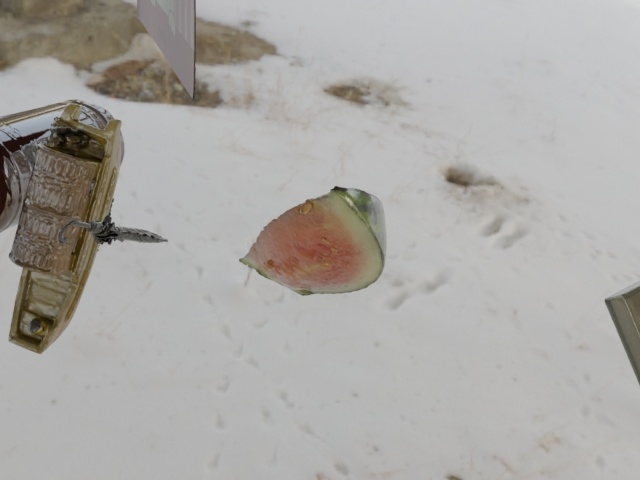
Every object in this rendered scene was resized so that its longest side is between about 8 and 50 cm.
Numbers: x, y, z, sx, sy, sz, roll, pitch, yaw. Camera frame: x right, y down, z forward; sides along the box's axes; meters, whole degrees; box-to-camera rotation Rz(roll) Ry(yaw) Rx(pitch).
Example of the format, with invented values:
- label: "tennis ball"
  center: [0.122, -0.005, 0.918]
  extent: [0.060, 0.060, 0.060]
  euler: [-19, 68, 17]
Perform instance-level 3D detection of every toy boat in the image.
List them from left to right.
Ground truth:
- label: "toy boat"
  center: [-0.236, -0.009, 0.730]
  extent: [0.068, 0.226, 0.088]
  euler: [19, 6, 10]

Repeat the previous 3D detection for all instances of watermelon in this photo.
- label: "watermelon"
  center: [-0.002, 0.005, 0.787]
  extent: [0.119, 0.245, 0.063]
  euler: [13, 72, -21]

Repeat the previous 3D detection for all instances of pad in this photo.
- label: "pad"
  center: [-0.164, -0.287, 0.835]
  extent: [0.005, 0.202, 0.299]
  euler: [-7, 32, -20]

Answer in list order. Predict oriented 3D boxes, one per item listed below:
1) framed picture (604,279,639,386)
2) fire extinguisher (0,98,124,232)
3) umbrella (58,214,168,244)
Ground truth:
- label: "framed picture"
  center: [0.319, 0.135, 0.605]
  extent: [0.192, 0.018, 0.265]
  euler: [-20, 87, -36]
- label: "fire extinguisher"
  center: [-0.329, -0.083, 0.864]
  extent: [0.114, 0.135, 0.337]
  euler: [16, 20, 7]
- label: "umbrella"
  center: [-0.146, -0.006, 0.609]
  extent: [0.022, 0.022, 0.149]
  euler: [39, 12, 14]
